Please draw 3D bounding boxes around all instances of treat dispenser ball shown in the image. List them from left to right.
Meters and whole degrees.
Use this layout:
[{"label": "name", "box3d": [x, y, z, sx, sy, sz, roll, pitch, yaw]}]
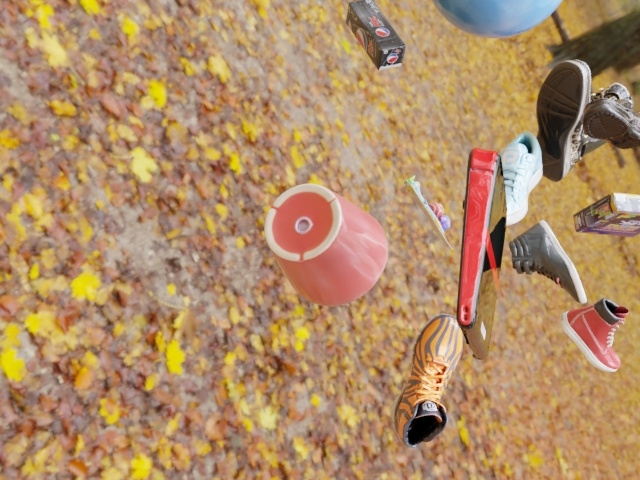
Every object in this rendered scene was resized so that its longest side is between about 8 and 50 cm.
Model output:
[{"label": "treat dispenser ball", "box3d": [0.341, -0.536, 1.441, 0.288, 0.288, 0.288, 41, 37, -40]}]

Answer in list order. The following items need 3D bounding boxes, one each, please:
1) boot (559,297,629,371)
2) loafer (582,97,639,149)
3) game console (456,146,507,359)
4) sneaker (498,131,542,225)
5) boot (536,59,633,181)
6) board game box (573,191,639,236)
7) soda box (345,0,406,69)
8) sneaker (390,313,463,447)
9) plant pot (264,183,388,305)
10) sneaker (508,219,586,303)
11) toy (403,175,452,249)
[{"label": "boot", "box3d": [0.827, 0.270, 2.143, 0.244, 0.176, 0.088, 45, 40, -17]}, {"label": "loafer", "box3d": [0.570, -0.239, 1.467, 0.220, 0.080, 0.078, 14, 69, -49]}, {"label": "game console", "box3d": [0.308, 0.035, 1.452, 0.386, 0.060, 0.342, 47, 52, -66]}, {"label": "sneaker", "box3d": [0.495, -0.174, 1.992, 0.366, 0.135, 0.150, -52, 136, -48]}, {"label": "boot", "box3d": [0.747, -0.371, 2.106, 0.138, 0.284, 0.378, 39, -31, 40]}, {"label": "board game box", "box3d": [0.691, -0.056, 1.713, 0.170, 0.141, 0.048, 4, 68, -19]}, {"label": "soda box", "box3d": [0.113, -0.430, 1.562, 0.053, 0.060, 0.169, 97, -28, -51]}, {"label": "sneaker", "box3d": [0.265, 0.340, 1.749, 0.124, 0.321, 0.180, 16, 11, -6]}, {"label": "plant pot", "box3d": [0.000, 0.000, 1.816, 0.243, 0.274, 0.275, 44, 32, -60]}, {"label": "sneaker", "box3d": [0.637, 0.085, 2.140, 0.104, 0.146, 0.296, 54, 12, -49]}, {"label": "toy", "box3d": [0.327, -0.088, 2.183, 0.237, 0.056, 0.137, 54, 5, -1]}]
